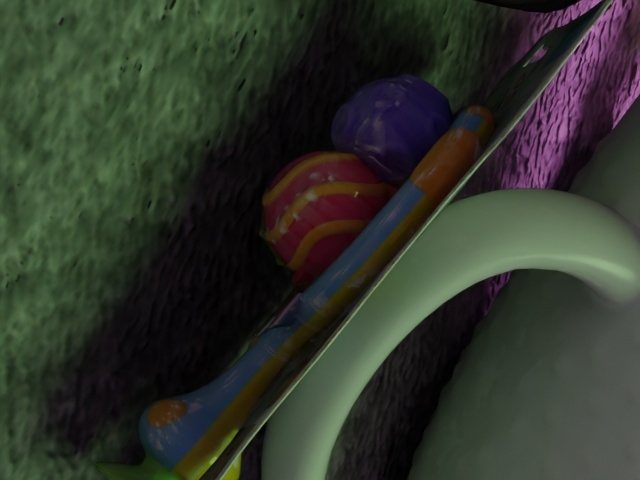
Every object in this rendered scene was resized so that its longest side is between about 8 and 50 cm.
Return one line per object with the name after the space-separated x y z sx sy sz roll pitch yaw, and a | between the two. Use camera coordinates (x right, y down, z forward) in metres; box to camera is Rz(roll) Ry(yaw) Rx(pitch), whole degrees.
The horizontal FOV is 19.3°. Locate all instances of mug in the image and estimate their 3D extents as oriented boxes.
0.144 0.104 0.845 0.374 0.276 0.328 22 111 -33 | mug

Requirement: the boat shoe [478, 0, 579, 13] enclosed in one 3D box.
0.149 -0.233 0.701 0.355 0.132 0.130 -62 153 -6 | boat shoe

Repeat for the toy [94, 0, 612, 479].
0.000 0.000 0.680 0.237 0.056 0.137 -54 -175 -12 | toy
